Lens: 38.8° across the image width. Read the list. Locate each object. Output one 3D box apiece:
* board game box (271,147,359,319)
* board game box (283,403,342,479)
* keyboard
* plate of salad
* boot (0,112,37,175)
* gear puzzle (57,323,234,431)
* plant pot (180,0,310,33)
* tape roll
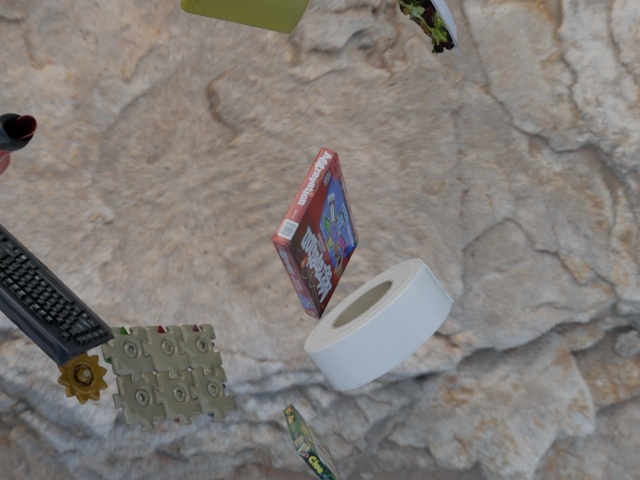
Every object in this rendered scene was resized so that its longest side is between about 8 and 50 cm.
[{"bbox_3d":[0.000,0.000,1.270,0.027,0.281,0.145,23,72,17],"label":"board game box"},{"bbox_3d":[-0.015,0.426,1.855,0.030,0.259,0.136,-41,100,-2],"label":"board game box"},{"bbox_3d":[-0.446,0.055,1.248,0.317,0.201,0.033,40,116,12],"label":"keyboard"},{"bbox_3d":[0.116,-0.316,1.161,0.048,0.200,0.200,-33,98,8],"label":"plate of salad"},{"bbox_3d":[-0.557,-0.168,1.597,0.176,0.244,0.088,-24,95,5],"label":"boot"},{"bbox_3d":[-0.282,0.223,1.459,0.044,0.339,0.175,-28,70,33],"label":"gear puzzle"},{"bbox_3d":[-0.100,-0.496,1.525,0.212,0.187,0.212,6,80,-25],"label":"plant pot"},{"bbox_3d":[0.109,0.156,1.723,0.286,0.286,0.100,-38,97,-4],"label":"tape roll"}]
